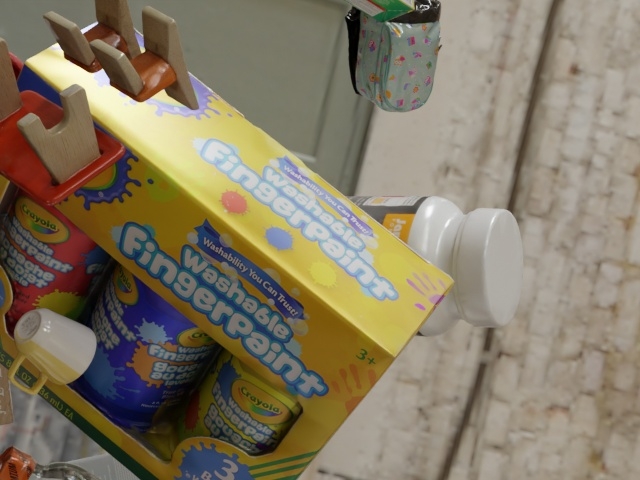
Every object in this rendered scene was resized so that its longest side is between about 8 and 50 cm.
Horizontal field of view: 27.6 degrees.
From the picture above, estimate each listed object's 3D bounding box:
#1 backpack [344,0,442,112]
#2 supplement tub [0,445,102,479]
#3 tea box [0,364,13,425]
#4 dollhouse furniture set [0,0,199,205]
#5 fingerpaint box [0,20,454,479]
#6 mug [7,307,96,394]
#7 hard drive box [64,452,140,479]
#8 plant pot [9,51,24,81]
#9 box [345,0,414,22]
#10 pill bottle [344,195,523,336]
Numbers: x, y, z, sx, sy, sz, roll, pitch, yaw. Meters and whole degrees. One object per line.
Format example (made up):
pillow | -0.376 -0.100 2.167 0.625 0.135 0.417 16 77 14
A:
backpack | 0.117 -0.295 2.057 0.115 0.152 0.182 41 -51 53
supplement tub | -0.255 0.391 1.470 0.207 0.338 0.207 -50 -167 16
tea box | -0.598 0.095 1.741 0.220 0.323 0.329 -120 -154 -44
dollhouse furniture set | -0.269 -0.101 1.111 0.262 0.259 0.135 -38 137 -24
fingerpaint box | -0.152 0.054 1.349 0.371 0.445 0.163 -55 174 39
mug | -0.258 0.102 1.234 0.062 0.064 0.078 -10 -126 31
hard drive box | -0.337 0.393 2.098 0.181 0.232 0.089 120 -41 -73
plant pot | -0.580 -0.207 2.123 0.191 0.174 0.191 -8 90 -65
box | 0.034 -0.301 1.196 0.043 0.105 0.179 -15 -111 33
pill bottle | 0.080 0.028 1.496 0.162 0.278 0.162 -2 92 -63
